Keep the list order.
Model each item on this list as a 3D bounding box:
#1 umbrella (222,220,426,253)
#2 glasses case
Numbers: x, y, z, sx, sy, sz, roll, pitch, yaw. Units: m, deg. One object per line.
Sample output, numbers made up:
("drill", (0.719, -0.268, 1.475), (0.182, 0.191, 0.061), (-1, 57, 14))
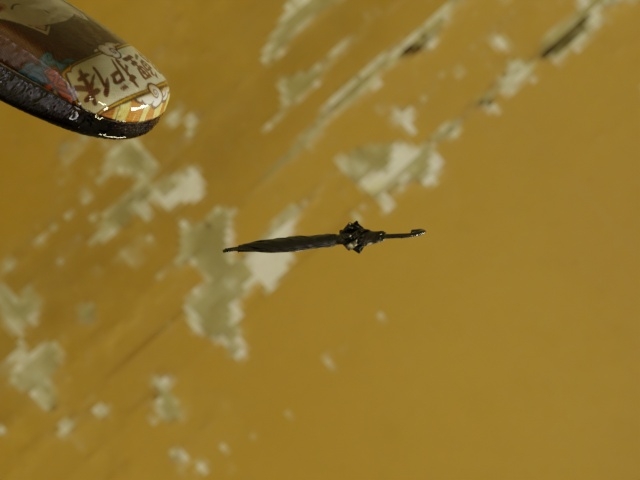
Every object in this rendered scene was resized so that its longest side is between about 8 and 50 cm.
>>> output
("umbrella", (-0.002, 0.001, 1.231), (0.148, 0.022, 0.022), (-7, -172, 24))
("glasses case", (-0.267, -0.174, 1.530), (0.082, 0.321, 0.122), (-64, 167, 19))
